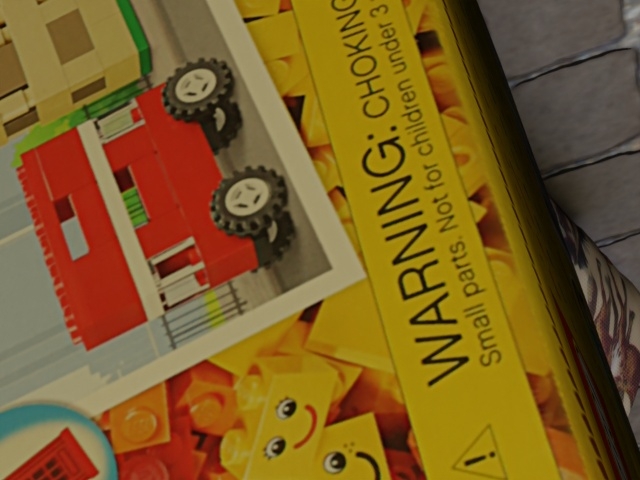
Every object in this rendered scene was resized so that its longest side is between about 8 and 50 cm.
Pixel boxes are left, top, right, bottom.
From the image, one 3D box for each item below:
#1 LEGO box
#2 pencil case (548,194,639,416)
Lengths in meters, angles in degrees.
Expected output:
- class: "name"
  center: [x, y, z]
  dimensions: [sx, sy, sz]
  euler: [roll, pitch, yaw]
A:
- class: "LEGO box"
  center: [-0.130, 0.007, 0.513]
  dimensions: [0.372, 0.500, 0.193]
  euler: [-21, 145, 8]
- class: "pencil case"
  center: [0.000, 0.000, 0.842]
  dimensions: [0.183, 0.160, 0.410]
  euler: [-39, 140, 9]
